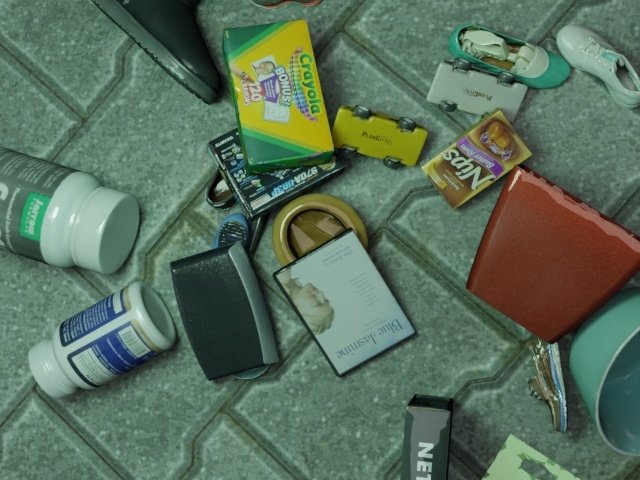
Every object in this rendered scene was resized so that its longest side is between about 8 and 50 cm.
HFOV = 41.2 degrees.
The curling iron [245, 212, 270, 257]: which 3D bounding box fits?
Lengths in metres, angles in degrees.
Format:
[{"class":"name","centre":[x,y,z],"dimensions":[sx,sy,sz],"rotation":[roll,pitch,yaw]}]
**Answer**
[{"class":"curling iron","centre":[-0.093,-0.090,1.736],"dimensions":[0.068,0.035,0.274],"rotation":[26,89,11]}]

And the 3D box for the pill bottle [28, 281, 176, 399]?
[{"class":"pill bottle","centre":[-0.439,0.205,1.710],"dimensions":[0.265,0.153,0.153],"rotation":[-28,81,6]}]

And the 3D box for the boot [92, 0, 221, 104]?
[{"class":"boot","centre":[-0.211,-0.553,1.750],"dimensions":[0.367,0.146,0.445],"rotation":[44,89,12]}]

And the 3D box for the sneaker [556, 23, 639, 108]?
[{"class":"sneaker","centre":[0.542,-0.344,1.621],"dimensions":[0.212,0.094,0.080],"rotation":[45,95,11]}]

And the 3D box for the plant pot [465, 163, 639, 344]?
[{"class":"plant pot","centre":[0.408,0.031,1.540],"dimensions":[0.267,0.267,0.235],"rotation":[35,103,11]}]

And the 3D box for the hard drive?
[{"class":"hard drive","centre":[-0.194,0.144,1.678],"dimensions":[0.172,0.054,0.254],"rotation":[-16,94,10]}]

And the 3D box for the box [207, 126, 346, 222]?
[{"class":"box","centre":[-0.087,-0.164,1.680],"dimensions":[0.220,0.051,0.175],"rotation":[-30,82,-12]}]

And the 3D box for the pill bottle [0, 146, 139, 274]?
[{"class":"pill bottle","centre":[-0.569,-0.062,1.730],"dimensions":[0.361,0.204,0.204],"rotation":[16,88,11]}]

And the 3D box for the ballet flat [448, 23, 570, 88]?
[{"class":"ballet flat","centre":[0.366,-0.359,1.656],"dimensions":[0.247,0.087,0.083],"rotation":[20,88,11]}]

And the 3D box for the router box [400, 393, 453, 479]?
[{"class":"router box","centre":[0.188,0.444,1.536],"dimensions":[0.081,0.243,0.308],"rotation":[4,85,10]}]

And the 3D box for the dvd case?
[{"class":"dvd case","centre":[0.047,0.124,1.653],"dimensions":[0.180,0.022,0.253],"rotation":[-31,104,6]}]

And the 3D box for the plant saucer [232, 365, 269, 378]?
[{"class":"plant saucer","centre":[-0.150,0.220,1.726],"dimensions":[0.120,0.021,0.119],"rotation":[-1,84,10]}]

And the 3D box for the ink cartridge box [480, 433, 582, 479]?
[{"class":"ink cartridge box","centre":[0.365,0.511,1.596],"dimensions":[0.171,0.056,0.235],"rotation":[33,93,12]}]

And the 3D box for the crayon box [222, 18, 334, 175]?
[{"class":"crayon box","centre":[-0.084,-0.275,1.636],"dimensions":[0.166,0.081,0.278],"rotation":[-10,78,-10]}]

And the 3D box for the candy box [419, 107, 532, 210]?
[{"class":"candy box","centre":[0.298,-0.157,1.642],"dimensions":[0.187,0.053,0.109],"rotation":[-36,100,13]}]

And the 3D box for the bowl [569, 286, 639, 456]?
[{"class":"bowl","centre":[0.565,0.204,1.495],"dimensions":[0.312,0.163,0.311],"rotation":[-10,118,-18]}]

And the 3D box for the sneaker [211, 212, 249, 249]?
[{"class":"sneaker","centre":[-0.195,0.041,1.736],"dimensions":[0.069,0.082,0.209],"rotation":[21,107,-4]}]

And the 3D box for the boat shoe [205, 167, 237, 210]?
[{"class":"boat shoe","centre":[-0.153,-0.161,1.733],"dimensions":[0.084,0.079,0.233],"rotation":[37,90,12]}]

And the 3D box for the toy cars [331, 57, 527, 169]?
[{"class":"toy cars","centre":[0.203,-0.257,1.671],"dimensions":[0.394,0.087,0.176],"rotation":[-23,120,6]}]

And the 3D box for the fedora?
[{"class":"fedora","centre":[0.000,0.000,1.690],"dimensions":[0.195,0.079,0.194],"rotation":[0,91,3]}]

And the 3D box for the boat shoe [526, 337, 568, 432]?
[{"class":"boat shoe","centre":[0.426,0.272,1.606],"dimensions":[0.066,0.066,0.183],"rotation":[-9,74,14]}]

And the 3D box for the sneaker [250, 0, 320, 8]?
[{"class":"sneaker","centre":[-0.077,-0.519,1.757],"dimensions":[0.158,0.065,0.061],"rotation":[0,85,12]}]
